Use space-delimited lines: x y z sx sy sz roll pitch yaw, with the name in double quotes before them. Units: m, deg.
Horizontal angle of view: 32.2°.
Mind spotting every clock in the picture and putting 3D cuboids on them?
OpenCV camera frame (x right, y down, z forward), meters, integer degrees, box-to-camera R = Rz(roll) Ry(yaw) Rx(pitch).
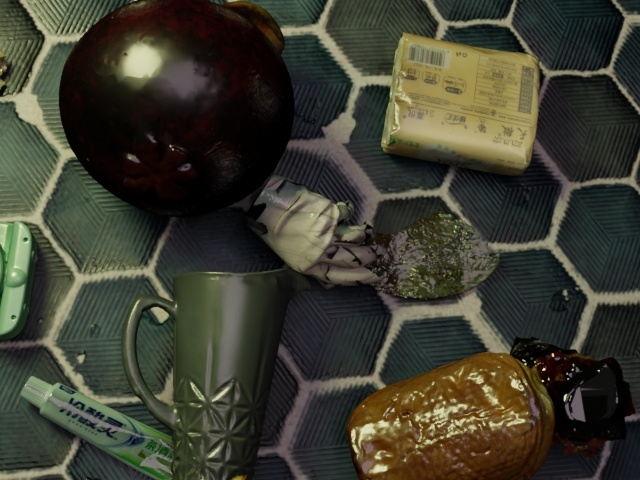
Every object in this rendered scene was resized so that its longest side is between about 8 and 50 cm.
"clock" -0.492 0.047 1.483 0.210 0.066 0.159 5 77 -6

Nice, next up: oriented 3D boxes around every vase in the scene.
"vase" -0.141 0.180 1.452 0.251 0.156 0.301 9 77 -19

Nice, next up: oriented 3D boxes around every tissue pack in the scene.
"tissue pack" 0.208 -0.197 1.617 0.222 0.090 0.186 9 75 -7

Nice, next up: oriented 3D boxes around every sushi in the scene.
"sushi" 0.345 0.218 1.517 0.172 0.150 0.153 25 76 -2

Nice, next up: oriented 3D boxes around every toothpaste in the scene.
"toothpaste" -0.262 0.264 1.481 0.296 0.048 0.075 29 74 -4

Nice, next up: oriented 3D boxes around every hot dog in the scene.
"hot dog" 0.178 0.252 1.470 0.272 0.122 0.196 -24 63 10

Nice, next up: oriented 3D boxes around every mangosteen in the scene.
"mangosteen" -0.185 -0.201 1.476 0.306 0.307 0.347 10 47 -6

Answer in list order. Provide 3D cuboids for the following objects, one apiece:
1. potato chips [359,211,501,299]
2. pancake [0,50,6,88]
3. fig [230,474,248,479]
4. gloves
"potato chips" 0.156 0.020 1.599 0.209 0.026 0.142 17 74 -4
"pancake" -0.589 -0.196 1.524 0.266 0.057 0.245 17 77 -5
"fig" -0.007 0.382 1.402 0.259 0.151 0.151 36 73 -36
"gloves" 0.001 0.001 1.512 0.212 0.111 0.128 33 102 -6
